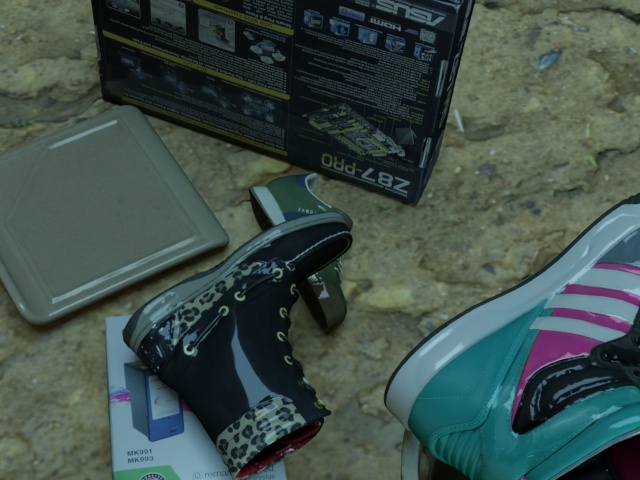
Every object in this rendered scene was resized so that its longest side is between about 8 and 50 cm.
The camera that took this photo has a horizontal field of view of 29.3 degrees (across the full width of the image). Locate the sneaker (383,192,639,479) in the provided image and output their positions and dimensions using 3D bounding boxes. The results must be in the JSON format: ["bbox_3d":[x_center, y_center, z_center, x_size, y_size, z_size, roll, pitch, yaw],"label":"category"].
[{"bbox_3d":[0.211,0.086,0.832,0.295,0.124,0.178,-33,58,-16],"label":"sneaker"}]

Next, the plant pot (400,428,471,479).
[{"bbox_3d":[0.212,0.255,0.979,0.333,0.305,0.334,2,54,-3],"label":"plant pot"}]

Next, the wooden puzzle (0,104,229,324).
[{"bbox_3d":[-0.249,-0.030,1.305,0.238,0.044,0.221,-22,59,-25],"label":"wooden puzzle"}]

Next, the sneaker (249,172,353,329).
[{"bbox_3d":[0.000,0.000,1.288,0.086,0.064,0.192,-23,56,-14],"label":"sneaker"}]

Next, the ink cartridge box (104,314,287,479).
[{"bbox_3d":[-0.118,0.173,1.137,0.154,0.093,0.212,-4,53,-8],"label":"ink cartridge box"}]

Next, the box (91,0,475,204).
[{"bbox_3d":[-0.049,-0.218,1.285,0.394,0.318,0.097,19,54,9],"label":"box"}]

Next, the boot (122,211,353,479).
[{"bbox_3d":[-0.035,0.091,1.100,0.236,0.085,0.179,-29,65,-21],"label":"boot"}]
